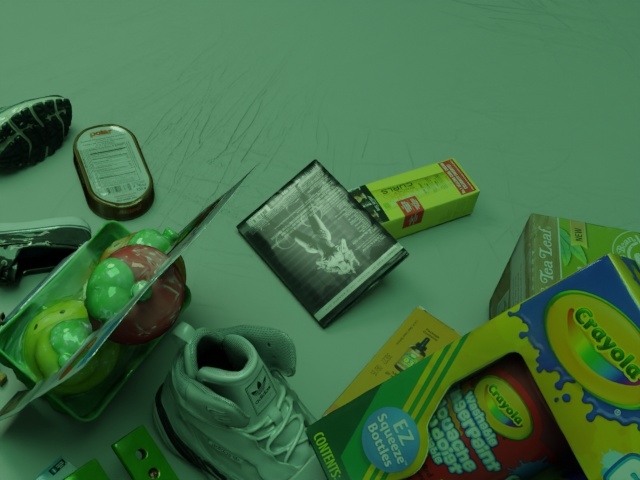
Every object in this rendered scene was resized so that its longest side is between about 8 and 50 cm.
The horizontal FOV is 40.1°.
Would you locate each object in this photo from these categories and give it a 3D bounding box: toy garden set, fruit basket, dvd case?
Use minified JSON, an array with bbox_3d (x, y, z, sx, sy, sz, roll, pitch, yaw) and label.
[{"bbox_3d":[-0.244,0.359,0.965,0.244,0.049,0.204,-33,89,-37],"label":"toy garden set"},{"bbox_3d":[-0.245,0.062,1.040,0.165,0.353,0.327,41,53,-7],"label":"fruit basket"},{"bbox_3d":[0.000,0.000,1.310,0.164,0.018,0.221,-41,63,-5],"label":"dvd case"}]

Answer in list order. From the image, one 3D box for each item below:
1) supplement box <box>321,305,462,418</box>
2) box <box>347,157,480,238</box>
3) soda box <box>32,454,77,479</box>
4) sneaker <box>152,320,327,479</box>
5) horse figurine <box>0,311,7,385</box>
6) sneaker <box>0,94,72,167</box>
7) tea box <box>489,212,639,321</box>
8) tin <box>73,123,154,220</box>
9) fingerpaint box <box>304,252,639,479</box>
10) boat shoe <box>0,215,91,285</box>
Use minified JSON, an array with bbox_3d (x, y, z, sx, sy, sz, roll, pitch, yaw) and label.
[{"bbox_3d":[0.093,0.195,1.170,0.078,0.080,0.233,34,55,17],"label":"supplement box"},{"bbox_3d":[0.133,-0.057,1.396,0.232,0.058,0.087,-17,55,-22],"label":"box"},{"bbox_3d":[-0.340,0.335,0.991,0.063,0.058,0.183,35,53,18],"label":"soda box"},{"bbox_3d":[-0.046,0.235,1.023,0.365,0.210,0.137,32,53,16],"label":"sneaker"},{"bbox_3d":[-0.515,0.176,1.092,0.174,0.066,0.263,31,55,9],"label":"horse figurine"},{"bbox_3d":[-0.519,-0.168,1.349,0.283,0.110,0.122,-34,59,-31],"label":"sneaker"},{"bbox_3d":[0.397,0.177,1.140,0.323,0.220,0.329,9,50,-1],"label":"tea box"},{"bbox_3d":[-0.326,-0.112,1.382,0.106,0.040,0.190,-12,53,-24],"label":"tin"},{"bbox_3d":[0.248,0.294,0.851,0.163,0.371,0.445,8,53,-61],"label":"fingerpaint box"},{"bbox_3d":[-0.430,0.026,1.227,0.228,0.080,0.076,-9,51,-26],"label":"boat shoe"}]
